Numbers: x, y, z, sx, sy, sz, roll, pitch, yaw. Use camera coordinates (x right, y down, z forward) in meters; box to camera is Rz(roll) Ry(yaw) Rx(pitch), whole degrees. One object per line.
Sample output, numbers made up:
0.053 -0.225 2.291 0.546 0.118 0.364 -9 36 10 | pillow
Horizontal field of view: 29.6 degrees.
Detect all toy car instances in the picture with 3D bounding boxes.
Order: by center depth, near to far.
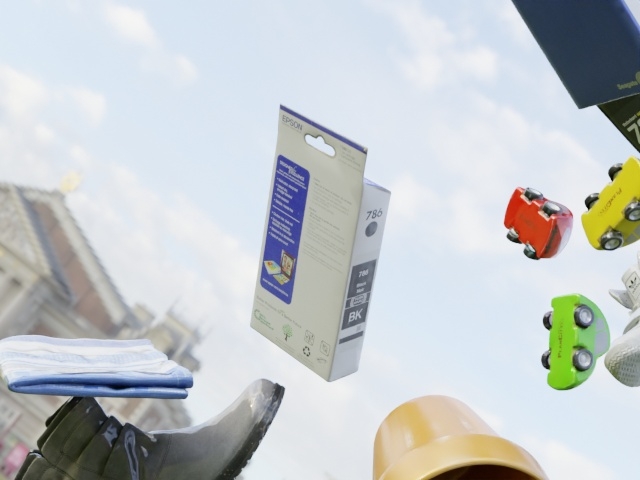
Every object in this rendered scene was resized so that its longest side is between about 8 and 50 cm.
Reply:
0.264 0.042 1.225 0.053 0.225 0.239 10 -11 -23 | toy car

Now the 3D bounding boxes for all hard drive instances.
0.370 -0.349 1.776 0.318 0.040 0.210 55 -23 -12 | hard drive

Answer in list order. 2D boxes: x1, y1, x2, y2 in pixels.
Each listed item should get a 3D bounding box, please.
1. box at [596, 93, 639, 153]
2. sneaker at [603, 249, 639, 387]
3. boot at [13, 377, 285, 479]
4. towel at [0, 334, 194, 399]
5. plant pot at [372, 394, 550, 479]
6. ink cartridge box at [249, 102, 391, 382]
0.651 -0.253 2.050 0.318 0.097 0.395 50 -23 3 | box
0.607 0.142 2.269 0.210 0.366 0.137 51 -49 28 | sneaker
-0.220 0.251 1.497 0.223 0.338 0.118 42 3 -1 | boot
-0.273 0.146 1.425 0.209 0.034 0.285 3 2 -17 | towel
0.137 0.270 1.309 0.205 0.205 0.188 45 10 -24 | plant pot
0.000 0.000 1.548 0.165 0.065 0.332 33 -54 38 | ink cartridge box
